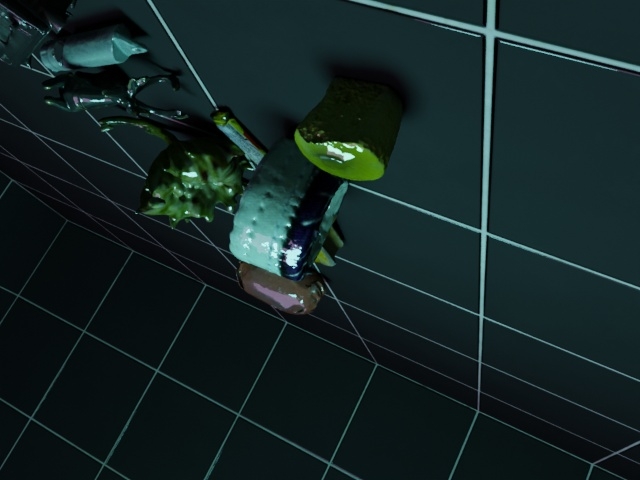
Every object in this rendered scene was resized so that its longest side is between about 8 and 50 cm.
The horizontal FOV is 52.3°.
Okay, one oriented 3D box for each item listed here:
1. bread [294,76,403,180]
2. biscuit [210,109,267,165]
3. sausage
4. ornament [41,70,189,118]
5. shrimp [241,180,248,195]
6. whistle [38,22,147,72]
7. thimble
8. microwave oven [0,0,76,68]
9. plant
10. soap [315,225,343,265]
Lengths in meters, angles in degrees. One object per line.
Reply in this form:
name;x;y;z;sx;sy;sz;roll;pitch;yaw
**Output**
bread;0.042;-0.140;0.858;0.129;0.114;0.111;20;164;26
biscuit;-0.108;-0.154;1.244;0.048;0.026;0.292;16;163;40
sausage;-0.120;0.122;1.947;0.279;0.152;0.152;24;165;9
ornament;-0.334;-0.259;1.157;0.236;0.080;0.202;5;-164;17
shrimp;-0.191;-0.140;1.433;0.178;0.034;0.124;28;159;16
whistle;-0.394;-0.325;1.111;0.312;0.062;0.062;11;158;46
thimble;-0.048;-0.056;1.113;0.150;0.237;0.237;23;165;5
microwave oven;-0.389;-0.339;0.813;0.178;0.188;0.247;36;163;-29
plant;-0.290;-0.195;1.313;0.333;0.251;0.180;61;156;24
soap;-0.051;-0.028;1.417;0.160;0.080;0.257;21;169;18
